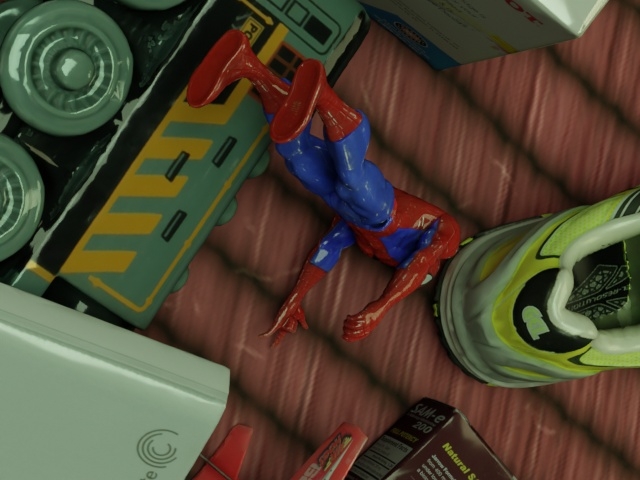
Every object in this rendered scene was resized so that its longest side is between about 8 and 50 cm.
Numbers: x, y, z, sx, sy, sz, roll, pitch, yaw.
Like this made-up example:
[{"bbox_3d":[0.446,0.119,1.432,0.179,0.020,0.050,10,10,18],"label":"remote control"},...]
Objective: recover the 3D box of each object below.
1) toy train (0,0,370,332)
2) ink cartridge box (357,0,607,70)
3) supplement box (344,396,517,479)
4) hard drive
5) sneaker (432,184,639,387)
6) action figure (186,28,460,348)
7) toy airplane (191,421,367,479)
[{"bbox_3d":[-0.118,-0.073,0.952,0.190,0.142,0.334,36,82,-24],"label":"toy train"},{"bbox_3d":[0.092,-0.223,0.951,0.171,0.232,0.168,37,82,-14],"label":"ink cartridge box"},{"bbox_3d":[0.030,0.229,1.030,0.239,0.073,0.130,-41,102,-10],"label":"supplement box"},{"bbox_3d":[-0.259,0.104,0.899,0.353,0.047,0.233,22,120,-16],"label":"hard drive"},{"bbox_3d":[0.272,0.014,1.055,0.384,0.147,0.145,-21,95,-16],"label":"sneaker"},{"bbox_3d":[0.000,0.000,0.946,0.139,0.091,0.280,-60,149,-5],"label":"action figure"},{"bbox_3d":[-0.038,0.166,0.993,0.151,0.151,0.028,-51,145,-9],"label":"toy airplane"}]
